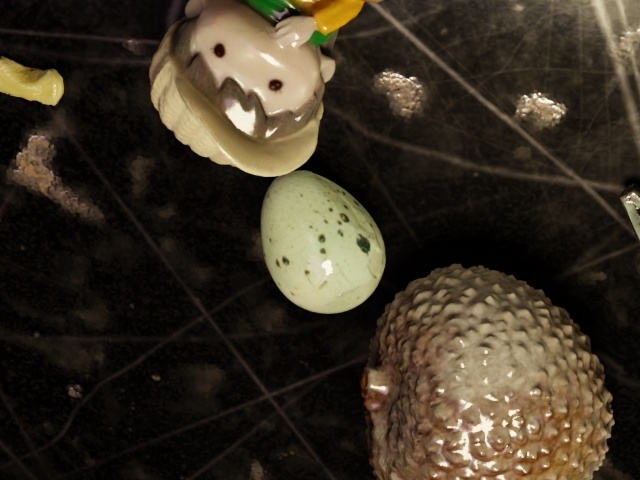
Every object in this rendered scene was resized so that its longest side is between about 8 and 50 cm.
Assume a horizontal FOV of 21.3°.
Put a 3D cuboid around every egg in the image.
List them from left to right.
[{"bbox_3d":[0.000,0.000,1.835,0.131,0.131,0.164,-17,111,24],"label":"egg"}]

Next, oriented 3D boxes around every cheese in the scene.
[{"bbox_3d":[-0.319,-0.176,1.851,0.083,0.030,0.044,14,133,11],"label":"cheese"}]

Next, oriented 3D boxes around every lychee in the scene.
[{"bbox_3d":[0.177,0.170,1.819,0.300,0.300,0.300,7,126,9],"label":"lychee"}]

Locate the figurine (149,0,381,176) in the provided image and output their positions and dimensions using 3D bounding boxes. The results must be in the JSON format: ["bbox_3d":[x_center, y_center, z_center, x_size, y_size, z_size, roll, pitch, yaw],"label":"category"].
[{"bbox_3d":[-0.038,-0.224,1.688,0.185,0.204,0.332,29,98,-6],"label":"figurine"}]

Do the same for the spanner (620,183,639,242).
[{"bbox_3d":[0.422,0.059,1.825,0.095,0.040,0.325,-31,114,29],"label":"spanner"}]
